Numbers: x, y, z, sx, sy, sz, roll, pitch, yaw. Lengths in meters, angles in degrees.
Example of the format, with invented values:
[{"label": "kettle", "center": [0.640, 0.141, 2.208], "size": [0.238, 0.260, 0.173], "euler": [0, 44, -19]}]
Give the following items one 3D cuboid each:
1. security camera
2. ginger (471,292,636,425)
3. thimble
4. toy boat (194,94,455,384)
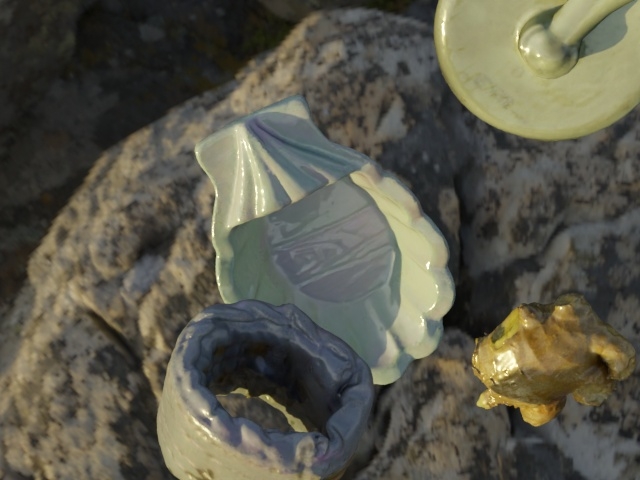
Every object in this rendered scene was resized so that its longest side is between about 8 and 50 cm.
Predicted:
[{"label": "security camera", "center": [0.192, -0.173, 0.751], "size": [0.157, 0.301, 0.080], "euler": [35, 34, -11]}, {"label": "ginger", "center": [0.270, 0.149, 1.470], "size": [0.157, 0.216, 0.102], "euler": [41, 36, -13]}, {"label": "thimble", "center": [-0.044, 0.126, 0.881], "size": [0.151, 0.118, 0.127], "euler": [27, 51, 7]}, {"label": "toy boat", "center": [0.000, 0.000, 1.064], "size": [0.199, 0.290, 0.100], "euler": [-26, 30, 4]}]
